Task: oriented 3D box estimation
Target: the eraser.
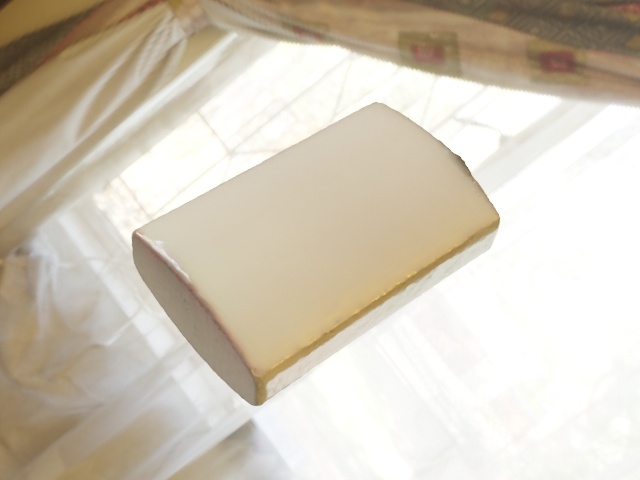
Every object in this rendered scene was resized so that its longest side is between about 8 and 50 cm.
[{"bbox_3d":[0.000,0.000,0.807,0.174,0.270,0.095,45,-31,24],"label":"eraser"}]
